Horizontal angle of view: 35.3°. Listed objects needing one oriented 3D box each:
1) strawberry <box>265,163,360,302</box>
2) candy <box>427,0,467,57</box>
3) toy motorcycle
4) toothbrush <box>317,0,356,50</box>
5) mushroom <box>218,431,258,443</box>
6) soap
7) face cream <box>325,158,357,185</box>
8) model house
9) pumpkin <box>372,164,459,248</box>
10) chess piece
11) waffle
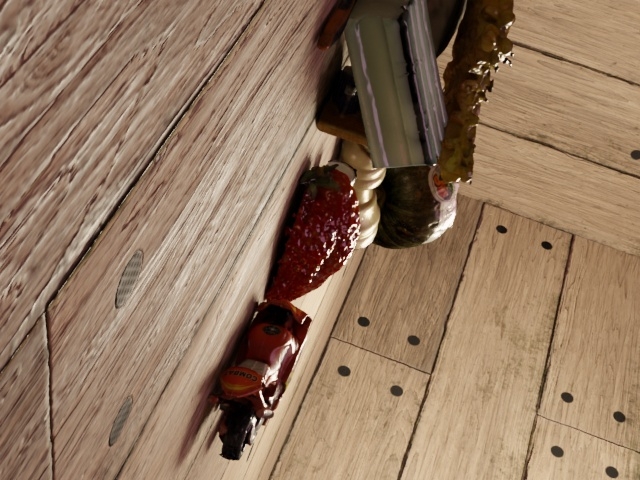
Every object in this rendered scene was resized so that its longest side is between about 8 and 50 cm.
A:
[{"bbox_3d":[0.002,-0.004,1.565,0.236,0.107,0.175,105,8,-46],"label":"strawberry"},{"bbox_3d":[0.154,-0.381,1.554,0.195,0.137,0.184,-57,166,-58],"label":"candy"},{"bbox_3d":[-0.085,0.186,1.486,0.298,0.089,0.171,-61,168,-56],"label":"toy motorcycle"},{"bbox_3d":[0.052,-0.336,1.292,0.031,0.023,0.321,92,17,-44],"label":"toothbrush"},{"bbox_3d":[-0.113,0.247,1.624,0.060,0.061,0.187,83,23,-67],"label":"mushroom"},{"bbox_3d":[0.105,-0.232,1.382,0.150,0.094,0.261,-70,152,-46],"label":"soap"},{"bbox_3d":[-0.006,-0.026,1.712,0.092,0.058,0.243,-70,-177,-53],"label":"face cream"},{"bbox_3d":[0.052,-0.194,1.467,0.100,0.088,0.100,-59,169,-70],"label":"model house"},{"bbox_3d":[0.168,-0.108,2.061,0.189,0.260,0.260,-16,133,-44],"label":"pumpkin"},{"bbox_3d":[0.077,-0.140,1.870,0.139,0.124,0.307,-26,142,-36],"label":"chess piece"},{"bbox_3d":[0.232,-0.248,1.521,0.259,0.069,0.293,-85,-172,-54],"label":"waffle"}]
